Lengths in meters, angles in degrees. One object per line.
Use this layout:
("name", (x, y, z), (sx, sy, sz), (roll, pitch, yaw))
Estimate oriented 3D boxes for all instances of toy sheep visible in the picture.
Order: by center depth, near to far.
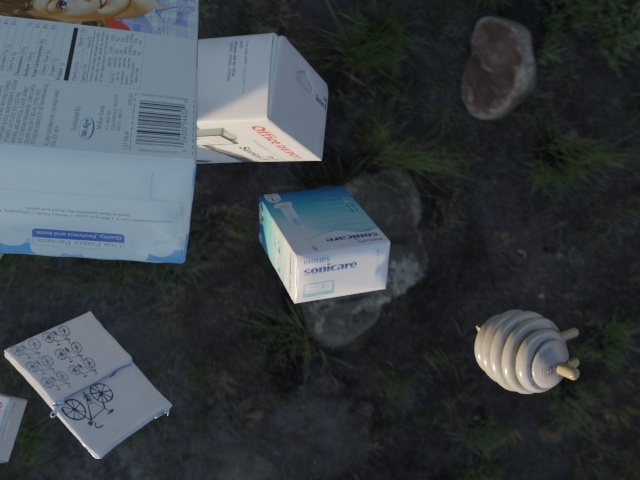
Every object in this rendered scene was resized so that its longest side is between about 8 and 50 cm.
("toy sheep", (0.205, 0.111, 0.751), (0.091, 0.132, 0.091), (-3, 97, -29))

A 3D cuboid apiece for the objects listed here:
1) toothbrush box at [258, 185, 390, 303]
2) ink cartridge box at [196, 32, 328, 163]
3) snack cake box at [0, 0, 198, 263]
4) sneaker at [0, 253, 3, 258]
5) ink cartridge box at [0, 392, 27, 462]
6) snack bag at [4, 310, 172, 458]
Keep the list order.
("toothbrush box", (0.000, 0.000, 1.702), (0.216, 0.295, 0.126), (-8, 120, -19))
("ink cartridge box", (-0.158, -0.190, 1.067), (0.289, 0.211, 0.121), (1, 82, 21))
("snack cake box", (-0.156, -0.116, 0.481), (0.152, 0.264, 0.089), (4, 139, -12))
("sneaker", (-0.421, -0.130, 0.794), (0.182, 0.127, 0.315), (13, 102, 3))
("ink cartridge box", (-0.748, 0.385, 1.612), (0.191, 0.082, 0.139), (12, 76, 8))
("snack bag", (-0.550, 0.342, 1.835), (0.342, 0.323, 0.037), (47, 112, 7))
